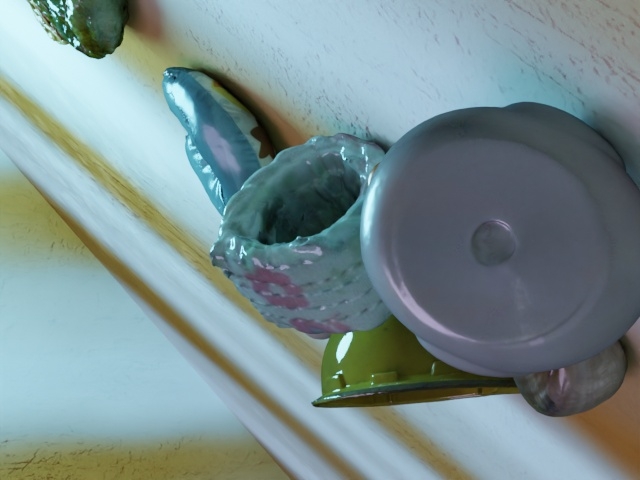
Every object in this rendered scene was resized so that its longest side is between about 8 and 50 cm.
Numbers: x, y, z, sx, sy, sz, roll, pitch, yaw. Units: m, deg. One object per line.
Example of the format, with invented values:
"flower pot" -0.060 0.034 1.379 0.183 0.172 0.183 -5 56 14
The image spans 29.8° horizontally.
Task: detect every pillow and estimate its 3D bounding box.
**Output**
"pillow" -0.127 -0.115 1.512 0.214 0.086 0.233 41 162 33

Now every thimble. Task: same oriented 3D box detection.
"thimble" 0.000 0.000 1.250 0.149 0.211 0.185 57 -173 -41

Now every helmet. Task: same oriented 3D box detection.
"helmet" 0.109 0.115 1.361 0.205 0.257 0.140 21 -120 -64

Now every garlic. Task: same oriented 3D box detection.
"garlic" 0.230 0.111 1.197 0.128 0.090 0.198 61 171 3

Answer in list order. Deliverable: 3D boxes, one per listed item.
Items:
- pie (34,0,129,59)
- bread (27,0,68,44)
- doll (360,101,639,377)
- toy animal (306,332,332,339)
"pie" -0.345 -0.349 1.498 0.277 0.078 0.277 41 161 17
"bread" -0.383 -0.327 1.706 0.111 0.044 0.083 55 165 -23
"doll" 0.145 -0.005 0.960 0.251 0.221 0.221 21 156 17
"toy animal" 0.082 0.103 1.499 0.212 0.124 0.124 24 163 0
